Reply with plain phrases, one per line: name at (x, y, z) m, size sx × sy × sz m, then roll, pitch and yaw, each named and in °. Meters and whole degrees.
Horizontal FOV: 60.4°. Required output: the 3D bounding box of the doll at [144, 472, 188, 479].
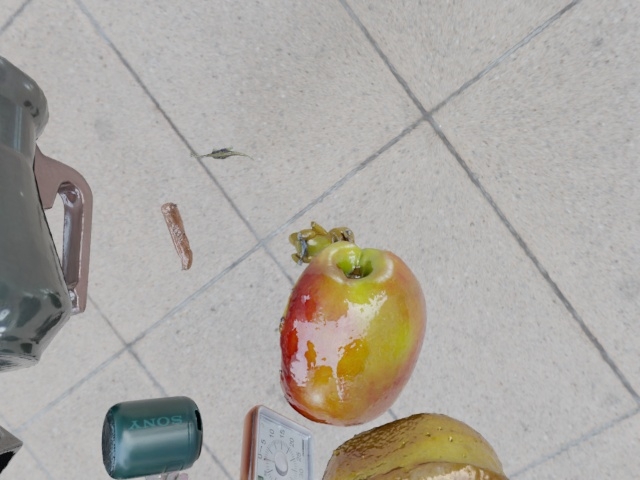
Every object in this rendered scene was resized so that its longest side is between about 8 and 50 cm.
doll at (-0.453, 0.734, 1.603) m, size 0.192 × 0.095 × 0.149 m, roll 3°, pitch 102°, yaw 40°

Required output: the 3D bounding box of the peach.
peach at (0.070, 0.225, 1.132) m, size 0.242 × 0.306 × 0.380 m, roll 22°, pitch 133°, yaw 24°

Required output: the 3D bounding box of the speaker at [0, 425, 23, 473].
speaker at (-0.684, 0.355, 0.909) m, size 0.232 × 0.254 × 0.184 m, roll 34°, pitch 77°, yaw 2°

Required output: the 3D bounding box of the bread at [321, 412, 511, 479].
bread at (0.144, 0.396, 0.798) m, size 0.312 × 0.172 × 0.312 m, roll 0°, pitch 118°, yaw 0°

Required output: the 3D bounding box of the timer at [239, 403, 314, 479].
timer at (-0.133, 0.596, 1.450) m, size 0.161 × 0.257 × 0.250 m, roll -14°, pitch 138°, yaw 15°

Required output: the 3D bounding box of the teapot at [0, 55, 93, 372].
teapot at (-0.432, -0.024, 0.664) m, size 0.306 × 0.376 × 0.361 m, roll -12°, pitch 71°, yaw 21°

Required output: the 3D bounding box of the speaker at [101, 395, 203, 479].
speaker at (-0.142, 0.174, 0.456) m, size 0.075 × 0.060 × 0.094 m, roll 3°, pitch 121°, yaw -28°

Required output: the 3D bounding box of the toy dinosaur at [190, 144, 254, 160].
toy dinosaur at (-0.266, -0.239, 1.512) m, size 0.180 × 0.058 × 0.037 m, roll -3°, pitch 121°, yaw 11°

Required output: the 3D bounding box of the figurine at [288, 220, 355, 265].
figurine at (0.000, -0.001, 1.403) m, size 0.176 × 0.122 × 0.121 m, roll -6°, pitch 109°, yaw -21°

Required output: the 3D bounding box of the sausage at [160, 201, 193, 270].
sausage at (-0.311, -0.008, 1.205) m, size 0.036 × 0.042 × 0.157 m, roll 7°, pitch 117°, yaw 45°
